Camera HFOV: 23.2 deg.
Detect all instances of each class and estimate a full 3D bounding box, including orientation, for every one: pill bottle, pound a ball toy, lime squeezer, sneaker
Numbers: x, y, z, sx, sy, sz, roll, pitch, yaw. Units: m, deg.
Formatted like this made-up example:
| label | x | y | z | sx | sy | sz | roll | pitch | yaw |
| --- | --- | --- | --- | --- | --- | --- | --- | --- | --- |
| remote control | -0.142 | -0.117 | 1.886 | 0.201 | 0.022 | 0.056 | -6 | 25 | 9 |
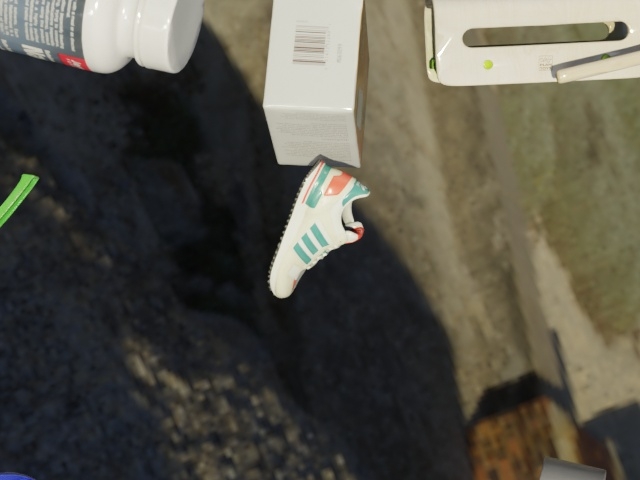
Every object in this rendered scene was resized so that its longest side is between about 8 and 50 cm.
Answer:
| label | x | y | z | sx | sy | sz | roll | pitch | yaw |
| --- | --- | --- | --- | --- | --- | --- | --- | --- | --- |
| pill bottle | -0.188 | -0.188 | 1.211 | 0.108 | 0.180 | 0.108 | 15 | 90 | -79 |
| pound a ball toy | 0.295 | -0.262 | 1.901 | 0.208 | 0.319 | 0.136 | -104 | -169 | -82 |
| lime squeezer | -0.415 | 0.068 | 1.877 | 0.059 | 0.110 | 0.310 | 32 | 69 | -78 |
| sneaker | 0.000 | 0.000 | 1.589 | 0.075 | 0.161 | 0.057 | 22 | 26 | 4 |

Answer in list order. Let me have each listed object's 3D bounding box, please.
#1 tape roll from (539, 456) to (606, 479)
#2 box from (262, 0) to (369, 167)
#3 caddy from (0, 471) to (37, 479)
| label | x | y | z | sx | sy | sz | roll | pitch | yaw |
| --- | --- | --- | --- | --- | --- | --- | --- | --- | --- |
| tape roll | 0.263 | 0.354 | 1.732 | 0.219 | 0.072 | 0.219 | 12 | 90 | -79 |
| box | -0.001 | -0.162 | 1.579 | 0.170 | 0.091 | 0.130 | 76 | 18 | -74 |
| caddy | -0.382 | 0.427 | 1.752 | 0.179 | 0.341 | 0.241 | 30 | 23 | 35 |
